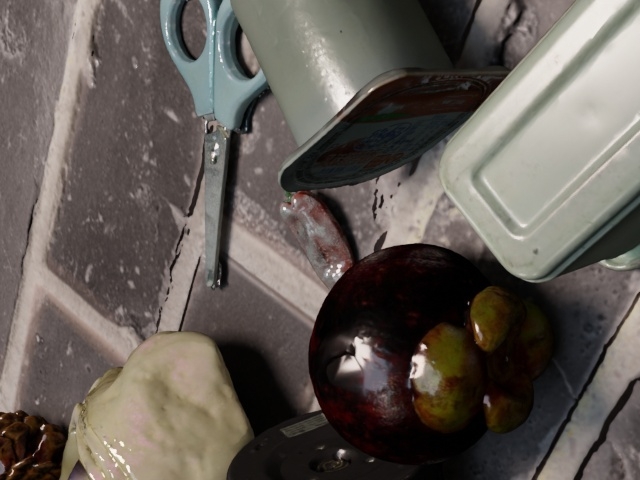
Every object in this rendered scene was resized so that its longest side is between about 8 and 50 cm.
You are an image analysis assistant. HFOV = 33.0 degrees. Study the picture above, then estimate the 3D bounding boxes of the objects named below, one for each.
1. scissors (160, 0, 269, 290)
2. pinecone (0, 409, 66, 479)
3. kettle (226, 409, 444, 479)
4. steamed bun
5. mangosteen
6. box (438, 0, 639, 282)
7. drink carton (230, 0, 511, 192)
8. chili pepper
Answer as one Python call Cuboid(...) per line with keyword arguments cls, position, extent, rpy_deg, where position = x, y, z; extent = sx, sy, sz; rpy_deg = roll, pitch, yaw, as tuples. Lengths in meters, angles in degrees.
Cuboid(cls="scissors", position=(-0.110, -0.112, 1.169), extent=(0.191, 0.029, 0.360), rpy_deg=(21, 118, 39))
Cuboid(cls="pinecone", position=(-0.422, 0.319, 1.468), extent=(0.212, 0.168, 0.186), rpy_deg=(26, 121, 32))
Cuboid(cls="kettle", position=(0.027, 0.329, 1.099), extent=(0.268, 0.207, 0.290), rpy_deg=(-152, 47, -66))
Cuboid(cls="steamed bun", position=(-0.190, 0.269, 1.201), extent=(0.275, 0.206, 0.320), rpy_deg=(8, 112, 63))
Cuboid(cls="mangosteen", position=(0.089, 0.102, 0.953), extent=(0.210, 0.210, 0.210), rpy_deg=(13, 111, 37))
Cuboid(cls="box", position=(0.233, -0.103, 0.777), extent=(0.175, 0.182, 0.312), rpy_deg=(53, 129, 15))
Cuboid(cls="drink carton", position=(0.019, -0.164, 0.945), extent=(0.191, 0.185, 0.190), rpy_deg=(-39, 74, 42))
Cuboid(cls="chili pepper", position=(0.001, -0.001, 1.100), extent=(0.153, 0.041, 0.050), rpy_deg=(56, 153, -9))
